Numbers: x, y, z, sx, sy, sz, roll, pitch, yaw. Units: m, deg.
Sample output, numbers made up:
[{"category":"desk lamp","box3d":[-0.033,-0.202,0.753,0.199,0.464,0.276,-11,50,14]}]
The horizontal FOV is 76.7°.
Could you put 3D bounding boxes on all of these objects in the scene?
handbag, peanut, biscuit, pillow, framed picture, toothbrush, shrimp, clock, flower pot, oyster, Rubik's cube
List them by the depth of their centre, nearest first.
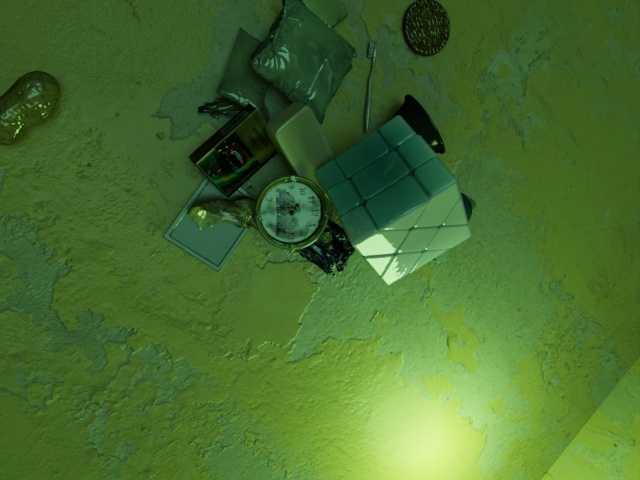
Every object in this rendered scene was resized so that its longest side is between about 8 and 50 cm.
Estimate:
[{"category":"peanut","box3d":[-0.769,-0.340,1.049,0.226,0.095,0.108,-48,113,-5]},{"category":"pillow","box3d":[-0.213,-0.506,1.223,0.148,0.050,0.230,23,73,-30]},{"category":"Rubik's cube","box3d":[0.220,-0.111,1.229,0.321,0.316,0.319,-31,144,10]},{"category":"pillow","box3d":[-0.047,-0.544,1.231,0.309,0.138,0.284,27,83,-36]},{"category":"oyster","box3d":[-0.282,-0.089,1.239,0.232,0.161,0.108,7,81,-28]},{"category":"shrimp","box3d":[-0.265,-0.369,1.252,0.219,0.046,0.152,-7,98,-19]},{"category":"clock","box3d":[-0.091,-0.088,1.260,0.236,0.057,0.238,-2,104,-10]},{"category":"biscuit","box3d":[-0.012,-0.766,1.276,0.121,0.040,0.199,-42,111,-11]},{"category":"framed picture","box3d":[-0.333,-0.064,1.294,0.217,0.017,0.275,38,85,-21]},{"category":"handbag","box3d":[0.000,0.000,1.373,0.260,0.113,0.162,37,90,-17]},{"category":"flower pot","box3d":[0.299,-0.356,1.380,0.148,0.235,0.235,-34,110,9]},{"category":"toothbrush","box3d":[0.165,-0.521,1.389,0.029,0.025,0.308,3,98,-12]},{"category":"biscuit","box3d":[0.372,-0.748,1.423,0.187,0.027,0.188,-3,100,-18]}]

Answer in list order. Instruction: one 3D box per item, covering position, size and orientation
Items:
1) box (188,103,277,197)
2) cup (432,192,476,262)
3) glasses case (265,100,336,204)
[{"category":"box","box3d":[-0.247,-0.266,1.209,0.240,0.071,0.159,-43,139,-3]},{"category":"cup","box3d":[0.375,-0.084,1.453,0.289,0.219,0.258,32,87,11]},{"category":"glasses case","box3d":[-0.034,-0.256,1.270,0.144,0.076,0.337,-41,133,-10]}]
